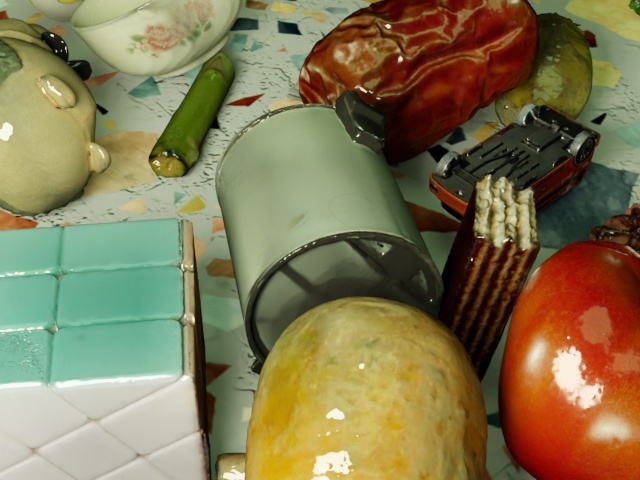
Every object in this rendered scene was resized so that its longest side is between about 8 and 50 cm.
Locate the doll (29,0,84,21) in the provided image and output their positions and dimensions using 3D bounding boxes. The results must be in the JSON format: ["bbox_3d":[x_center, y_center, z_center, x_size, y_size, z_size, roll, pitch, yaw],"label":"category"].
[{"bbox_3d":[-0.459,-0.466,1.784,0.141,0.117,0.296,-16,46,-30],"label":"doll"}]

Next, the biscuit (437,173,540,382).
[{"bbox_3d":[0.173,0.049,1.156,0.070,0.252,0.106,12,40,-2],"label":"biscuit"}]

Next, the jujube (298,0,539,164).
[{"bbox_3d":[0.146,-0.236,1.458,0.342,0.216,0.216,-27,48,-7],"label":"jujube"}]

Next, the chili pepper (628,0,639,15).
[{"bbox_3d":[0.561,-0.368,1.758,0.055,0.035,0.118,-16,55,0],"label":"chili pepper"}]

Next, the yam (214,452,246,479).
[{"bbox_3d":[0.008,0.250,1.091,0.241,0.057,0.057,2,44,1],"label":"yam"}]

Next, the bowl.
[{"bbox_3d":[-0.231,-0.344,1.610,0.277,0.145,0.277,-21,32,14],"label":"bowl"}]

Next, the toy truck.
[{"bbox_3d":[0.255,-0.083,1.396,0.252,0.114,0.107,-33,54,-32],"label":"toy truck"}]

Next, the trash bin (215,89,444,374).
[{"bbox_3d":[0.000,0.000,1.215,0.217,0.277,0.262,23,28,-29],"label":"trash bin"}]

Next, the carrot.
[{"bbox_3d":[0.033,0.230,0.942,0.224,0.224,0.341,8,61,8],"label":"carrot"}]

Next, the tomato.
[{"bbox_3d":[0.305,0.151,1.063,0.298,0.226,0.299,26,29,-16],"label":"tomato"}]

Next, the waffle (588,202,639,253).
[{"bbox_3d":[0.463,0.023,1.332,0.234,0.055,0.221,-18,45,-25],"label":"waffle"}]

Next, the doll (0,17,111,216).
[{"bbox_3d":[-0.421,-0.184,1.420,0.247,0.247,0.349,-28,35,-26],"label":"doll"}]

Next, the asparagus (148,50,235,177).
[{"bbox_3d":[-0.179,-0.190,1.541,0.060,0.067,0.278,38,44,-17],"label":"asparagus"}]

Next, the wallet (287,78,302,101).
[{"bbox_3d":[0.059,-0.223,1.607,0.196,0.020,0.103,19,48,18],"label":"wallet"}]

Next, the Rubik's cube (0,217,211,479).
[{"bbox_3d":[-0.233,0.134,1.084,0.231,0.221,0.225,-4,44,-5],"label":"Rubik's cube"}]

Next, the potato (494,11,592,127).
[{"bbox_3d":[0.330,-0.248,1.568,0.149,0.113,0.251,7,44,16],"label":"potato"}]
